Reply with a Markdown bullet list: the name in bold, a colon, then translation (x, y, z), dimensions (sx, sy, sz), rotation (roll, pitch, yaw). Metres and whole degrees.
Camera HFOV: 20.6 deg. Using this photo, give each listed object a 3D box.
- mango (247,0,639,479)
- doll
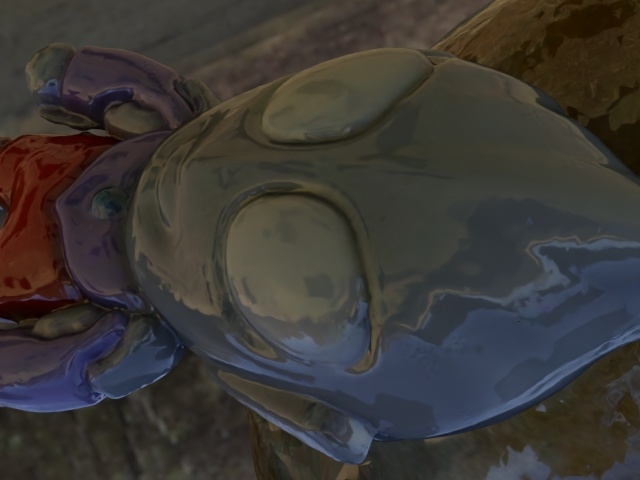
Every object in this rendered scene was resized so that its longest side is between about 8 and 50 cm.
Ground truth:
- **mango**: translation (0.091, 0.016, 0.488), dimensions (0.146, 0.193, 0.316), rotation (-16, 164, -41)
- **doll**: translation (0.000, 0.000, 0.398), dimensions (0.227, 0.102, 0.075), rotation (5, 157, 27)
